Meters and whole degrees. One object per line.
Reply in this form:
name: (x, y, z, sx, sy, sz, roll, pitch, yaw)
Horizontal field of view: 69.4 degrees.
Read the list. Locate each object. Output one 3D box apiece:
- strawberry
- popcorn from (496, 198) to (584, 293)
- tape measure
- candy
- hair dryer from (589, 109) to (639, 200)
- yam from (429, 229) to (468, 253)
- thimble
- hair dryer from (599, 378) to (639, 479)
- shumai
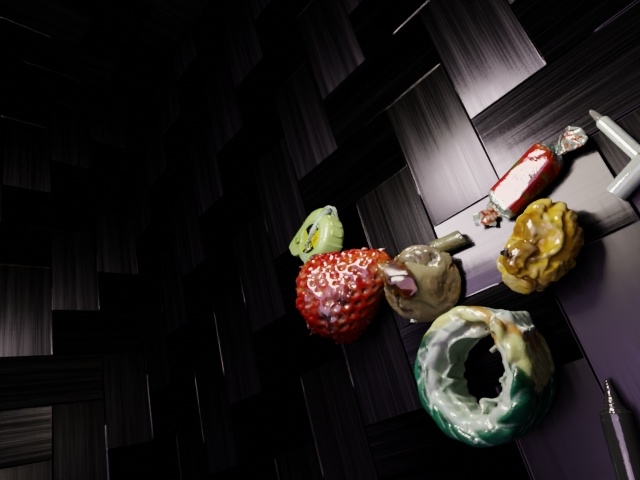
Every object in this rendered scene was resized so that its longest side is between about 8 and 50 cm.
strawberry: (0.061, 0.158, 1.237, 0.279, 0.150, 0.254, -9, 95, 24)
popcorn: (0.441, 0.023, 0.933, 0.140, 0.163, 0.194, 26, 69, 26)
tape measure: (0.000, 0.000, 1.396, 0.200, 0.106, 0.175, -55, 37, 22)
candy: (0.446, -0.130, 1.007, 0.292, 0.059, 0.086, -51, 50, 24)
hair dryer: (0.575, -0.188, 0.909, 0.155, 0.044, 0.183, -56, 44, 20)
yam: (0.313, 0.006, 1.126, 0.094, 0.043, 0.043, -30, 62, 37)
thimble: (0.341, 0.270, 0.960, 0.254, 0.167, 0.289, 32, 106, 43)
hair dryer: (0.553, 0.415, 0.780, 0.189, 0.107, 0.353, -20, 63, 38)
shumai: (0.229, 0.104, 1.105, 0.201, 0.120, 0.202, 1, 93, 27)
